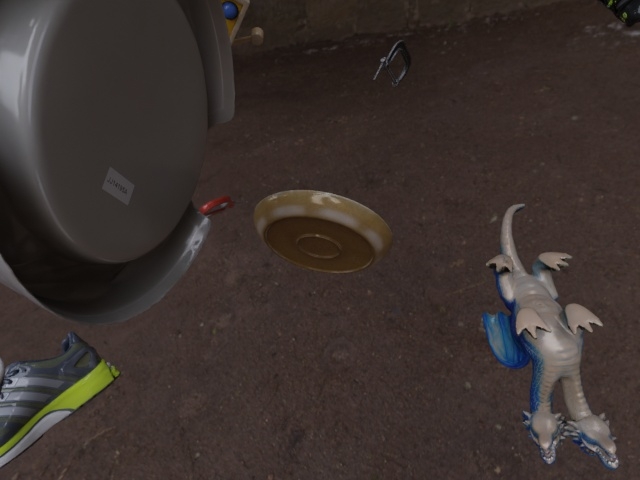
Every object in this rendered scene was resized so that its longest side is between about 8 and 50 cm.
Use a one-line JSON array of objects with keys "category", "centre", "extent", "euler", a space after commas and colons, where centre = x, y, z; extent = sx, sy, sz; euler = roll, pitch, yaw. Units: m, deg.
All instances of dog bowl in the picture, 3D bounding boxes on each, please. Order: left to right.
[{"category": "dog bowl", "centre": [-0.192, -0.107, 0.379], "extent": [0.102, 0.349, 0.349], "euler": [11, 41, 10]}]

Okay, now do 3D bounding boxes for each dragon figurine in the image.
[{"category": "dragon figurine", "centre": [0.233, 0.090, 0.468], "extent": [0.085, 0.144, 0.289], "euler": [-9, 40, 8]}]

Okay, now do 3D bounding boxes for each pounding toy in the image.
[{"category": "pounding toy", "centre": [-0.231, -0.527, 1.029], "extent": [0.205, 0.181, 0.094], "euler": [14, 48, -29]}]

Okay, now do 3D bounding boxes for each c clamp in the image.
[{"category": "c clamp", "centre": [0.208, -0.492, 1.198], "extent": [0.022, 0.137, 0.160], "euler": [33, 11, 27]}]

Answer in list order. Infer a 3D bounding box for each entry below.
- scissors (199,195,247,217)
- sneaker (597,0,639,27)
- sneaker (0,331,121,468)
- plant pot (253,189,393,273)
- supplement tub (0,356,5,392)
[{"category": "scissors", "centre": [-0.229, -0.094, 1.076], "extent": [0.109, 0.021, 0.297], "euler": [-35, 0, 26]}, {"category": "sneaker", "centre": [0.377, -0.307, 0.514], "extent": [0.188, 0.078, 0.067], "euler": [25, 18, 27]}, {"category": "sneaker", "centre": [-0.474, 0.260, 0.649], "extent": [0.111, 0.121, 0.300], "euler": [-32, 5, 35]}, {"category": "plant pot", "centre": [0.000, 0.000, 0.695], "extent": [0.235, 0.236, 0.033], "euler": [1, 60, 19]}, {"category": "supplement tub", "centre": [-0.419, 0.183, 0.494], "extent": [0.070, 0.107, 0.071], "euler": [25, 31, -16]}]
